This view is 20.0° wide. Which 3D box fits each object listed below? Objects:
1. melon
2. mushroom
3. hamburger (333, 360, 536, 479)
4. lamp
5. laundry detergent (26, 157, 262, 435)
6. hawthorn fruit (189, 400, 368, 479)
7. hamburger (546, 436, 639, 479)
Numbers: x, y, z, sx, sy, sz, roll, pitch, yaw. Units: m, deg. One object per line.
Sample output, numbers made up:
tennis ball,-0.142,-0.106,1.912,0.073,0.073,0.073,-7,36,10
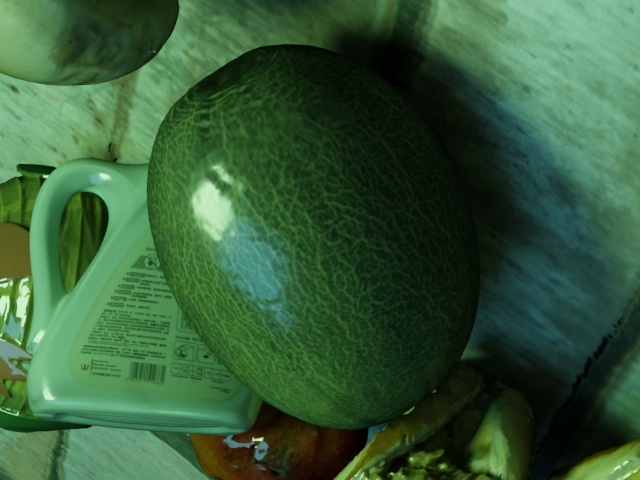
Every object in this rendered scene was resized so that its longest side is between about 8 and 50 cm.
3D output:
melon,0.000,0.000,1.394,0.237,0.237,0.302,-7,118,47
mushroom,-0.161,-0.263,1.306,0.290,0.292,0.293,-16,113,25
hamburger,0.083,0.213,1.505,0.146,0.243,0.286,35,156,3
lamp,-0.218,0.062,1.683,0.284,0.250,0.250,11,148,-21
laundry detergent,-0.138,0.016,1.529,0.214,0.281,0.105,5,166,-6
hawthorn fruit,-0.045,0.159,1.636,0.179,0.173,0.173,-18,110,36
hamburger,0.259,0.304,1.392,0.174,0.284,0.304,21,153,-25
